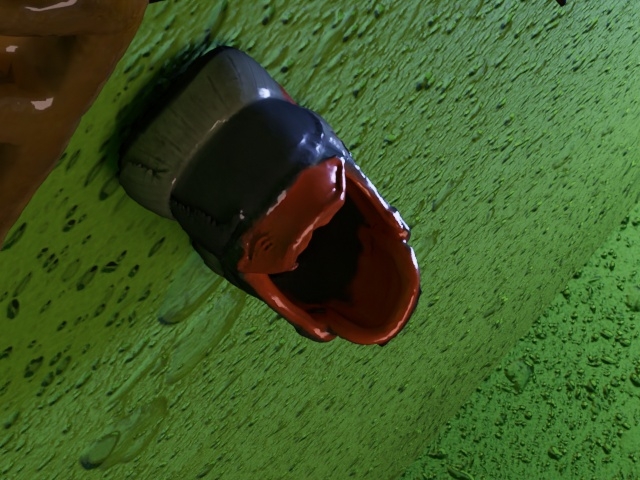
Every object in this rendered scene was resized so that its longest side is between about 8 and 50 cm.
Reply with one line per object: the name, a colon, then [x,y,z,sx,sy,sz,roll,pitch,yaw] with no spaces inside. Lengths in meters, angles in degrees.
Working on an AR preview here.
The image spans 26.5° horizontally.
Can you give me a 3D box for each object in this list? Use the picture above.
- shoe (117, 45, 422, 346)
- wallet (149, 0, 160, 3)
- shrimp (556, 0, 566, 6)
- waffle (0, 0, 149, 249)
shoe: [0.000,0.000,0.882,0.132,0.171,0.336,-47,162,-2]
wallet: [-0.017,-0.123,0.540,0.230,0.042,0.124,-9,-169,24]
shrimp: [0.074,-0.187,0.840,0.117,0.066,0.262,-37,152,16]
waffle: [-0.219,-0.025,0.319,0.327,0.098,0.224,-6,143,-50]
